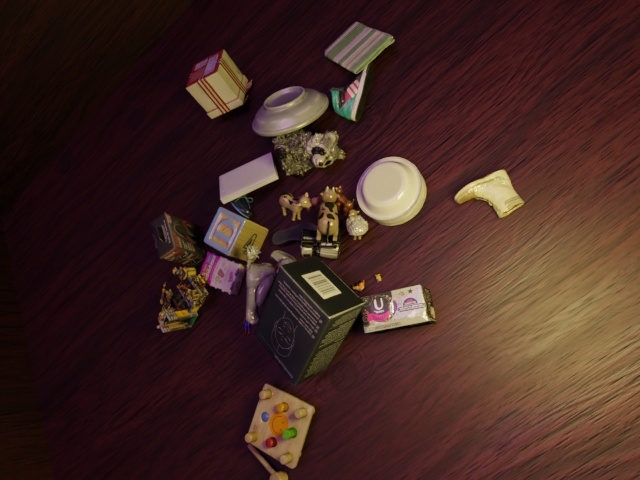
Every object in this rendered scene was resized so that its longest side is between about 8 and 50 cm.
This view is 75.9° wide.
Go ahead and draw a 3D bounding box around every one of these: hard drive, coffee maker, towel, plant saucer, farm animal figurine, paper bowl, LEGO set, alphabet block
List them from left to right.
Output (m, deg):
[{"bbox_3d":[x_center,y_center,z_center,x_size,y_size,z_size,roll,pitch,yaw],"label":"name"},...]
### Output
[{"bbox_3d":[-0.721,0.294,2.034,0.331,0.192,0.255,-48,64,27],"label":"LEGO set"},{"bbox_3d":[-0.408,-0.024,1.997,0.192,0.197,0.193,26,89,29],"label":"alphabet block"},{"bbox_3d":[-0.368,-0.320,2.084,0.307,0.040,0.203,-23,47,8],"label":"hard drive"},{"bbox_3d":[-0.162,-0.652,1.991,0.400,0.101,0.401,-14,41,12],"label":"plant saucer"},{"bbox_3d":[0.000,0.000,1.803,0.178,0.120,0.171,5,48,-1],"label":"coffee maker"},{"bbox_3d":[0.006,-0.134,1.728,0.330,0.172,0.327,-9,46,-13],"label":"farm animal figurine"},{"bbox_3d":[0.175,-0.936,1.986,0.248,0.038,0.325,-42,48,2],"label":"towel"},{"bbox_3d":[0.288,-0.214,1.724,0.284,0.148,0.284,-7,75,25],"label":"paper bowl"}]

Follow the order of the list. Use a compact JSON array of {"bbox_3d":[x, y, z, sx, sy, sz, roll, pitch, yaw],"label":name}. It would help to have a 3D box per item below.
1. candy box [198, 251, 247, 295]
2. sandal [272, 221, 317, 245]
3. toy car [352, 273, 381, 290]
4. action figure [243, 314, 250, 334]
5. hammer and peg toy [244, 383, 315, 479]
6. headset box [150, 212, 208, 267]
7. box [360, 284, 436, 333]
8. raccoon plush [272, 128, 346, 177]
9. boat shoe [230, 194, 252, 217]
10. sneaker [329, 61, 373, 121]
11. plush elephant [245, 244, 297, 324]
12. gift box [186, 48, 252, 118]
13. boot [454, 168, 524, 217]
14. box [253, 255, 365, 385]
[{"bbox_3d":[-0.491,0.165,2.060,0.233,0.071,0.159,18,86,31],"label":"candy box"},{"bbox_3d":[-0.108,-0.025,1.933,0.254,0.054,0.097,-7,63,29],"label":"sandal"},{"bbox_3d":[0.195,0.183,1.716,0.122,0.060,0.041,-20,100,28],"label":"toy car"},{"bbox_3d":[-0.347,0.390,1.951,0.038,0.030,0.115,-6,72,31],"label":"action figure"},{"bbox_3d":[-0.192,0.811,1.697,0.265,0.127,0.361,16,84,30],"label":"hammer and peg toy"},{"bbox_3d":[-0.721,0.002,2.094,0.110,0.293,0.218,-32,63,16],"label":"headset box"},{"bbox_3d":[0.296,0.267,1.576,0.247,0.163,0.142,-17,70,22],"label":"box"},{"bbox_3d":[-0.066,-0.511,1.964,0.299,0.216,0.447,-20,68,13],"label":"raccoon plush"},{"bbox_3d":[-0.420,-0.224,2.112,0.089,0.109,0.258,-43,64,7],"label":"boat shoe"},{"bbox_3d":[0.137,-0.722,1.959,0.178,0.124,0.296,17,85,20],"label":"sneaker"},{"bbox_3d":[-0.200,0.170,1.831,0.255,0.272,0.330,1,112,-8],"label":"plush elephant"},{"bbox_3d":[-0.545,-0.864,2.271,0.255,0.258,0.276,-11,52,26],"label":"gift box"},{"bbox_3d":[0.640,-0.155,1.568,0.213,0.077,0.165,-27,67,15],"label":"boot"},{"bbox_3d":[-0.057,0.315,1.630,0.293,0.212,0.396,43,125,29],"label":"box"}]
